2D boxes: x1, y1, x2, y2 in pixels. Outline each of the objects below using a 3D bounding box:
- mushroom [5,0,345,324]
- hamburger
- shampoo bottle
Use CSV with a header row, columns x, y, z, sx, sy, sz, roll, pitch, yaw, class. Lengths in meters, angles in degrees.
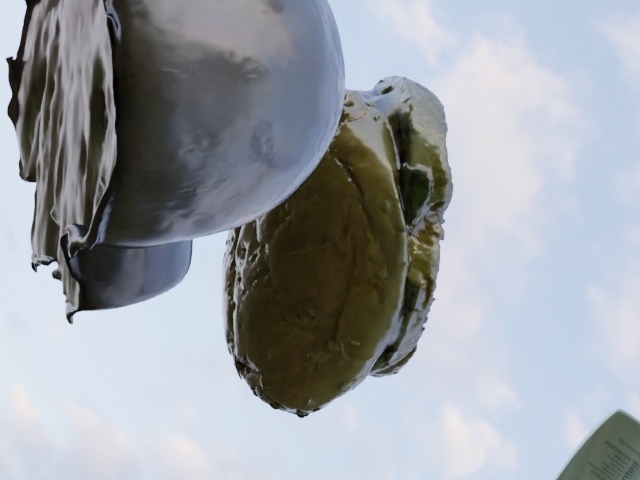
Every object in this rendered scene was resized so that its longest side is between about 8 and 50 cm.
x,y,z,sx,sy,sz,roll,pitch,yaw,class
-0.052,-0.056,0.421,0.188,0.117,0.141,-144,-133,-67,mushroom
0.000,-0.001,0.964,0.265,0.134,0.285,-142,-121,-72,hamburger
0.253,0.265,1.135,0.072,0.212,0.049,36,-10,0,shampoo bottle
